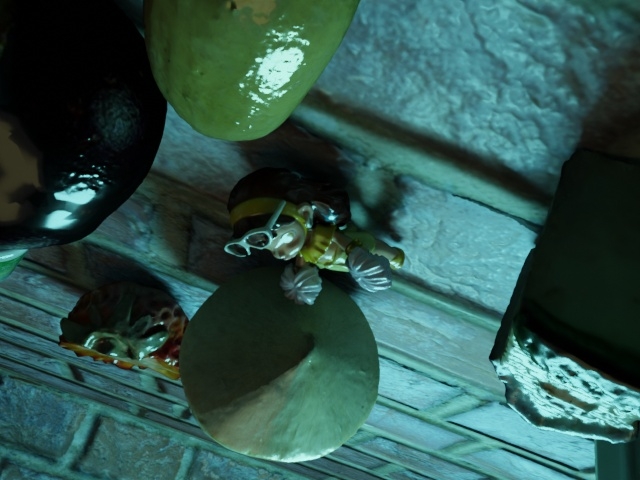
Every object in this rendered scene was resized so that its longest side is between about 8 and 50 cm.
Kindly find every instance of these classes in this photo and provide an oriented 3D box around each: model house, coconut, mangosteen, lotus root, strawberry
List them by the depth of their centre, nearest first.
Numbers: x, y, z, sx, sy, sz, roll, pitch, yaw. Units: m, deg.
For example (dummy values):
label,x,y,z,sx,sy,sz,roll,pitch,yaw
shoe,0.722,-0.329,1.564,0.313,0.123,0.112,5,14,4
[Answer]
label,x,y,z,sx,sy,sz,roll,pitch,yaw
lotus root,-0.056,-0.171,0.405,0.146,0.131,0.303,25,147,-12
mangosteen,-0.276,-0.130,0.460,0.287,0.233,0.287,37,156,19
model house,0.336,0.100,0.528,0.298,0.243,0.284,21,154,18
coconut,-0.059,0.188,0.818,0.329,0.329,0.329,13,147,8
strawberry,-0.359,0.183,1.094,0.265,0.149,0.336,9,157,2

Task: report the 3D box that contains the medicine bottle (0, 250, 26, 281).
label,x,y,z,sx,sy,sz,roll,pitch,yaw
medicine bottle,-0.577,0.005,0.928,0.133,0.133,0.274,35,143,-25

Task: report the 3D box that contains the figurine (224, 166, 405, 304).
label,x,y,z,sx,sy,sz,roll,pitch,yaw
figurine,-0.001,-0.001,0.650,0.240,0.116,0.174,31,148,-30

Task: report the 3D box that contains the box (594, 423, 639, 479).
label,x,y,z,sx,sy,sz,roll,pitch,yaw
box,0.528,0.345,0.646,0.111,0.396,0.396,27,146,-20
